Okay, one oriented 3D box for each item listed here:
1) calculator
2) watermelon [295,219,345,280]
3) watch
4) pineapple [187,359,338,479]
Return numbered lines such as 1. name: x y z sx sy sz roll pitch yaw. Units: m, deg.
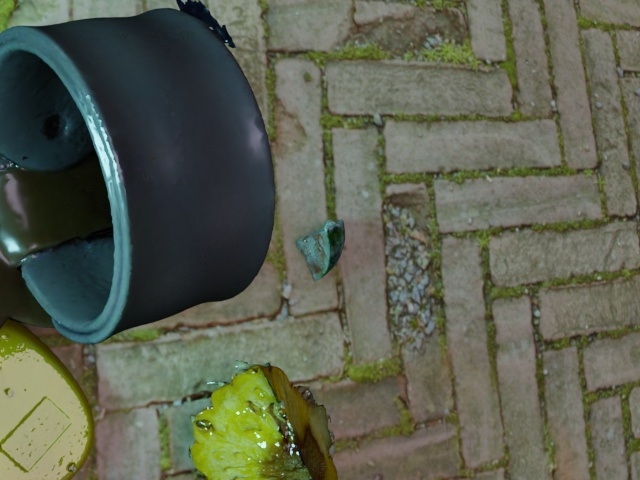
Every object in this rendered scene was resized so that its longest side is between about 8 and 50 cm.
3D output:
1. calculator: -0.329 0.156 0.907 0.235 0.032 0.146 47 60 -15
2. watermelon: 0.000 0.000 1.141 0.061 0.085 0.085 11 72 2
3. watch: -0.210 -0.080 0.840 0.314 0.326 0.335 -17 87 -40
4. pineapple: -0.063 0.231 1.030 0.164 0.139 0.250 -83 149 -62
